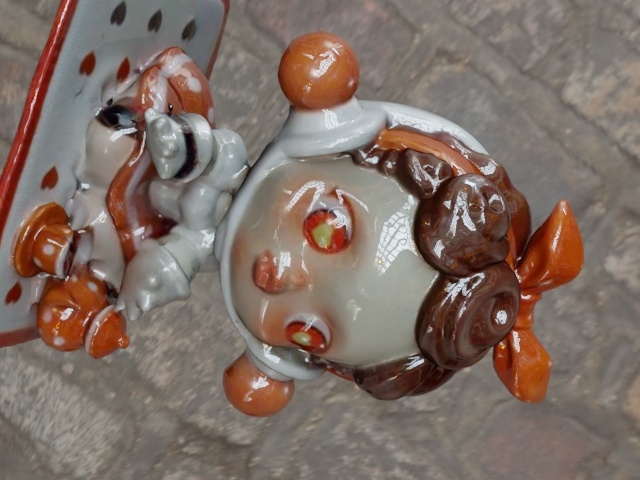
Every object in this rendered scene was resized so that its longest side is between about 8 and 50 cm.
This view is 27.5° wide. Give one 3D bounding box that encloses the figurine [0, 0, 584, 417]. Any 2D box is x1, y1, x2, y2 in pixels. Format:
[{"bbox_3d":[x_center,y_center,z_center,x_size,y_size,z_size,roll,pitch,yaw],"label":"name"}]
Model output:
[{"bbox_3d":[0.000,0.000,0.567,0.226,0.160,0.183,22,98,15],"label":"figurine"}]
